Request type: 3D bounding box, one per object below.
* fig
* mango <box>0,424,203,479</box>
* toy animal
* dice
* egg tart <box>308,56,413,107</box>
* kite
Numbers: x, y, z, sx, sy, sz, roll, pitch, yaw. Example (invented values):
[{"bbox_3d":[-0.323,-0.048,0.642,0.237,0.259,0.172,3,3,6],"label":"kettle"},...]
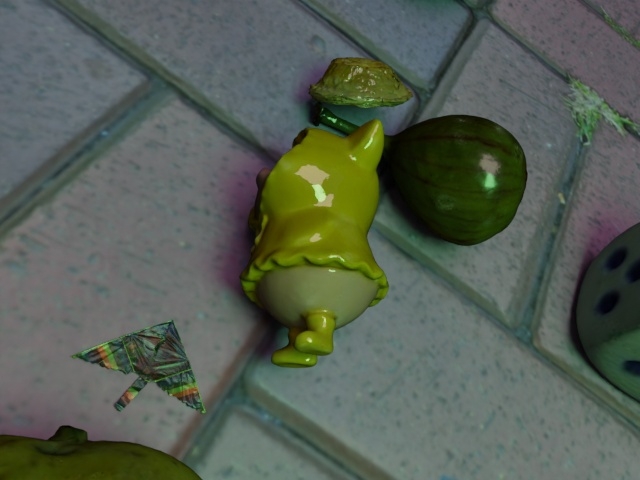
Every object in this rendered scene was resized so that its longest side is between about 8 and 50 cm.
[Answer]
[{"bbox_3d":[0.107,-0.085,0.648,0.260,0.151,0.151,17,53,23],"label":"fig"},{"bbox_3d":[-0.206,0.264,0.288,0.365,0.182,0.253,-42,91,-23],"label":"mango"},{"bbox_3d":[-0.002,0.002,0.516,0.156,0.156,0.229,18,61,-16],"label":"toy animal"},{"bbox_3d":[0.444,0.086,0.656,0.193,0.192,0.194,36,55,-6],"label":"dice"},{"bbox_3d":[0.049,-0.187,0.651,0.129,0.049,0.128,3,23,-1],"label":"egg tart"},{"bbox_3d":[-0.147,0.109,0.481,0.122,0.004,0.090,32,56,-8],"label":"kite"}]
